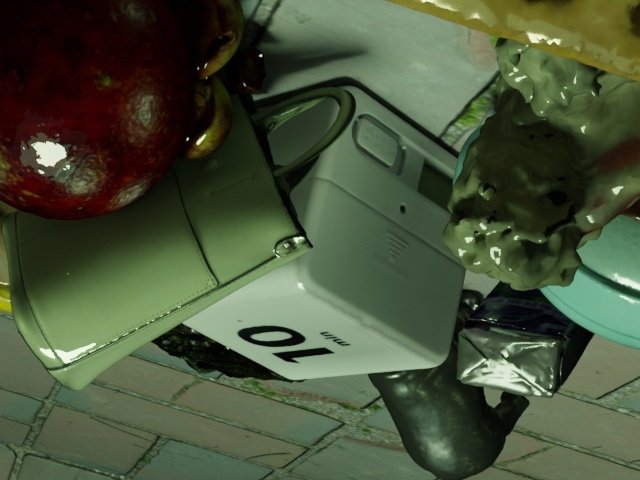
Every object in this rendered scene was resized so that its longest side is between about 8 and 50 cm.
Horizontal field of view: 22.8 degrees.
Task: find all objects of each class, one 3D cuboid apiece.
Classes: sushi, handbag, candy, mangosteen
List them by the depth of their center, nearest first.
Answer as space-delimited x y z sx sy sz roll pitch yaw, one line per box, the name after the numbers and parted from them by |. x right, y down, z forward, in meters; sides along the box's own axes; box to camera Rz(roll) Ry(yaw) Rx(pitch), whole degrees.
-0.162 -0.127 1.212 0.258 0.215 0.215 -12 165 -19 | mangosteen
-0.100 -0.019 1.281 0.315 0.241 0.109 -28 125 3 | handbag
0.197 0.050 1.349 0.088 0.061 0.312 10 -161 18 | candy
-0.101 0.081 1.753 0.127 0.124 0.225 -3 158 38 | sushi

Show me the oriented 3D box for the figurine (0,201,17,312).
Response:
-0.274 -0.061 1.459 0.215 0.187 0.343 3 152 -5 | figurine

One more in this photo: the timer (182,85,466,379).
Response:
0.000 0.000 1.396 0.195 0.194 0.192 -11 147 45 | timer

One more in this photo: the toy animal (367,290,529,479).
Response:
0.093 0.111 1.662 0.106 0.168 0.343 -4 138 41 | toy animal

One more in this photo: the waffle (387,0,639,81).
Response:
0.173 -0.206 0.747 0.348 0.077 0.304 18 124 -7 | waffle

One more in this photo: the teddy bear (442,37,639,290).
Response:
0.286 -0.109 0.952 0.357 0.224 0.367 3 162 -23 | teddy bear

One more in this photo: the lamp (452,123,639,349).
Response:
0.235 -0.018 1.221 0.284 0.209 0.147 15 126 36 | lamp
